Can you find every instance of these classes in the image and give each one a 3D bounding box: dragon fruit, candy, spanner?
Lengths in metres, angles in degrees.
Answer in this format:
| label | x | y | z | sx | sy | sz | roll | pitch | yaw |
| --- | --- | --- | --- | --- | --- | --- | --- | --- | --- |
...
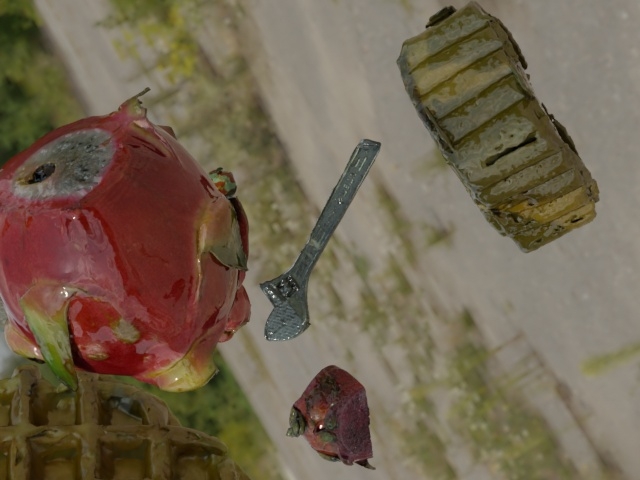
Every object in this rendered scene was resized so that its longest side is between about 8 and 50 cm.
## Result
| label | x | y | z | sx | sy | sz | roll | pitch | yaw |
| --- | --- | --- | --- | --- | --- | --- | --- | --- | --- |
| dragon fruit | -0.162 | 0.012 | 1.167 | 0.224 | 0.224 | 0.227 | 51 | 161 | 52 |
| candy | -0.185 | -0.031 | 1.961 | 0.049 | 0.185 | 0.055 | 43 | 160 | 15 |
| spanner | 0.000 | 0.000 | 2.080 | 0.093 | 0.325 | 0.026 | 30 | -176 | 12 |
| dragon fruit | 0.011 | 0.258 | 2.021 | 0.102 | 0.096 | 0.147 | 17 | 122 | 42 |

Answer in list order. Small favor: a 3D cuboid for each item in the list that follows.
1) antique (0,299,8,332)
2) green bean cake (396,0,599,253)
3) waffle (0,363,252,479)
| label | x | y | z | sx | sy | sz | roll | pitch | yaw |
| --- | --- | --- | --- | --- | --- | --- | --- | --- | --- |
| antique | -0.326 | 0.029 | 1.710 | 0.150 | 0.284 | 0.125 | 101 | 159 | -59 |
| green bean cake | 0.192 | -0.123 | 1.598 | 0.224 | 0.131 | 0.229 | 44 | -161 | -49 |
| waffle | -0.225 | 0.271 | 1.270 | 0.382 | 0.379 | 0.095 | 31 | 139 | 17 |
